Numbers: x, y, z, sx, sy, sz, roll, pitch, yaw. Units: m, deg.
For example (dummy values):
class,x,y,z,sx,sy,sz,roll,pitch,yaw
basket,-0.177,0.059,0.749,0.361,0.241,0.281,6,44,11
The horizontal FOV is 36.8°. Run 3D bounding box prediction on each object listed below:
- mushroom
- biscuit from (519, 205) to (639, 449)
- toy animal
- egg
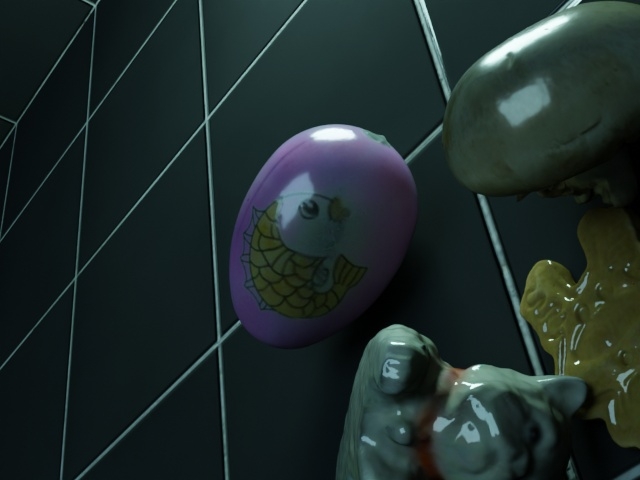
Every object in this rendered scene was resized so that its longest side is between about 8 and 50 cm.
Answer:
class,x,y,z,sx,sy,sz,roll,pitch,yaw
mushroom,0.218,-0.106,0.835,0.226,0.226,0.178,-29,85,46
biscuit,0.248,0.077,0.807,0.144,0.040,0.236,-55,30,28
toy animal,0.102,0.222,0.845,0.266,0.188,0.307,-162,76,-77
egg,0.000,0.000,1.090,0.196,0.196,0.271,-121,42,-54
